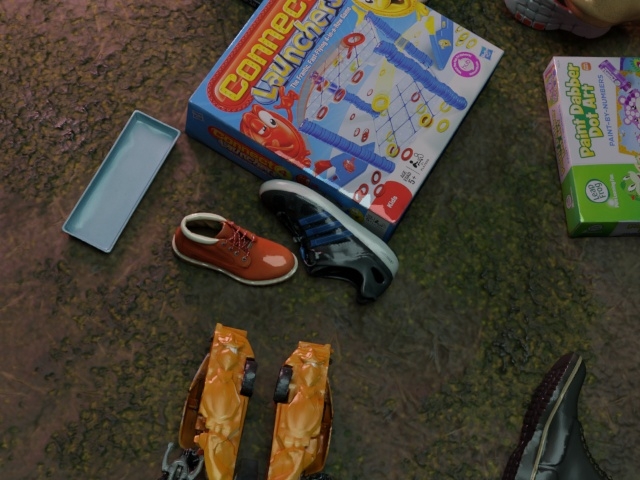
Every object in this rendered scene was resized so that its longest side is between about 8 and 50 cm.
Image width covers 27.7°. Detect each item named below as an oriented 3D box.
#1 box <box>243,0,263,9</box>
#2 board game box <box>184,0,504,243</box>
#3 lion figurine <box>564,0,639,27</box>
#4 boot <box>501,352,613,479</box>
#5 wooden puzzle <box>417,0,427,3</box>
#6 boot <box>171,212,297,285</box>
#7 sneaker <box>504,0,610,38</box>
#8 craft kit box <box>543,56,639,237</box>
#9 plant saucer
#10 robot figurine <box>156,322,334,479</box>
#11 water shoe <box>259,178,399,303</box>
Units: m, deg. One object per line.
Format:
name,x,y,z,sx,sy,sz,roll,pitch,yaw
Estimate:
box,-0.077,-0.356,1.772,0.067,0.018,0.083,32,66,6
board game box,0.033,-0.194,1.685,0.302,0.086,0.308,31,66,4
lion figurine,0.432,-0.352,1.772,0.392,0.142,0.240,-12,66,-21
boot,0.311,0.248,1.558,0.137,0.077,0.197,26,79,-2
wooden puzzle,0.075,-0.449,1.827,0.239,0.044,0.221,21,66,6
boot,-0.101,0.009,1.580,0.158,0.084,0.059,13,64,-5
sneaker,0.330,-0.332,1.812,0.158,0.061,0.064,17,56,-13
craft kit box,0.438,-0.128,1.741,0.247,0.061,0.249,-2,67,-7
plant saucer,-0.248,-0.073,1.627,0.067,0.018,0.192,26,65,3
robot figurine,-0.077,0.249,1.482,0.211,0.085,0.291,11,65,-4
water shoe,0.000,0.000,1.606,0.203,0.073,0.080,32,69,6
